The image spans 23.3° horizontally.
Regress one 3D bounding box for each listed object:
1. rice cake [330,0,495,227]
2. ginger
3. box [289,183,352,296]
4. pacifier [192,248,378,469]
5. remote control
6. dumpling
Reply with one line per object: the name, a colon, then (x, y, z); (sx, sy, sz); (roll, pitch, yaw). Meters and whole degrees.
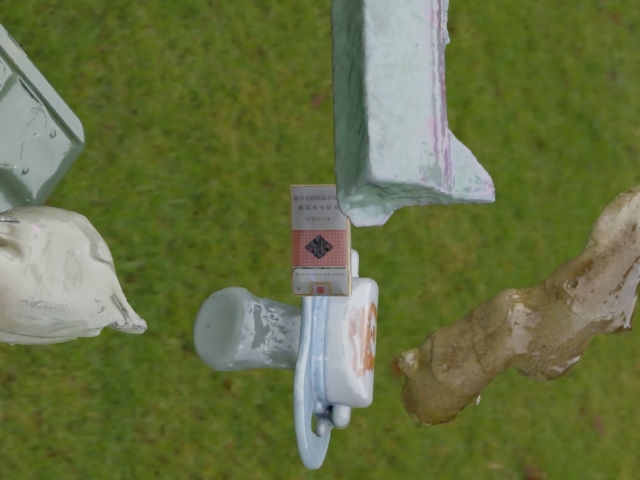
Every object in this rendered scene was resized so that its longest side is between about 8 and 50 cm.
rice cake: (0.046, -0.147, 0.814); (0.081, 0.051, 0.290); (5, 72, -14)
ginger: (0.165, 0.035, 0.962); (0.089, 0.288, 0.075); (48, 20, -23)
box: (0.000, 0.000, 1.152); (0.012, 0.046, 0.083); (-17, 107, -81)
pacifier: (-0.041, 0.112, 1.712); (0.227, 0.207, 0.279); (67, 27, -74)
remote control: (-0.321, -0.150, 1.347); (0.128, 0.065, 0.335); (-58, 140, -21)
dumpling: (-0.237, 0.034, 1.254); (0.199, 0.136, 0.118); (32, 59, -25)
